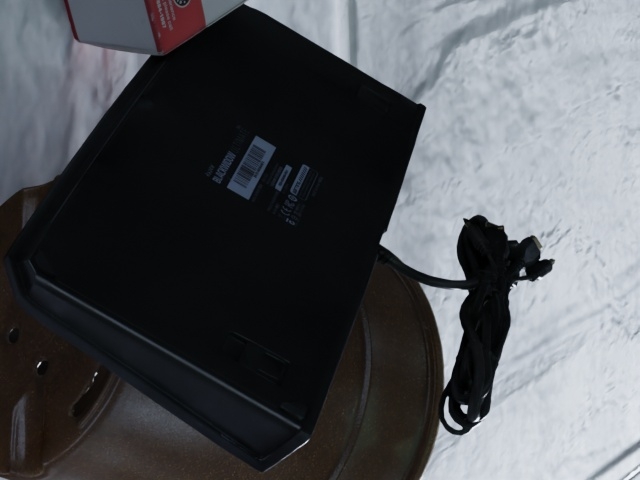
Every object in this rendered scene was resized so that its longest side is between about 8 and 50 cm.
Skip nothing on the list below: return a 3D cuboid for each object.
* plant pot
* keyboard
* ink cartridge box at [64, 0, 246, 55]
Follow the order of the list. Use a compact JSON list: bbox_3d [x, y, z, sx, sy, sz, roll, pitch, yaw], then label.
[{"bbox_3d":[-0.063,0.055,0.812,0.165,0.167,0.167,22,81,-45],"label":"plant pot"},{"bbox_3d":[0.000,0.000,0.778,0.033,0.201,0.317,-58,-176,27],"label":"keyboard"},{"bbox_3d":[-0.057,-0.155,0.838,0.135,0.056,0.099,-40,129,-40],"label":"ink cartridge box"}]
